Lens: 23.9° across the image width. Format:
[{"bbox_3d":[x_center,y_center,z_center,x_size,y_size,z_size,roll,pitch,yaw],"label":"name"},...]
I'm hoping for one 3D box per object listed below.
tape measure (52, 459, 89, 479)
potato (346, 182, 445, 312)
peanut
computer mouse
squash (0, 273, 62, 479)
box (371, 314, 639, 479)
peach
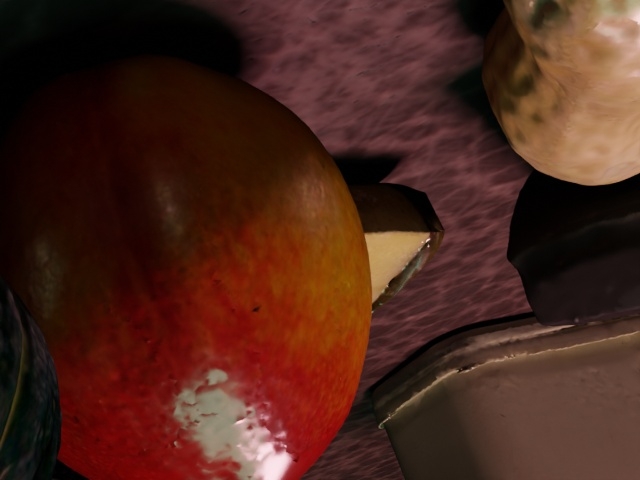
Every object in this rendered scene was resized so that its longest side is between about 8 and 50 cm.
[{"bbox_3d":[-0.232,0.137,0.935,0.181,0.107,0.182,-27,160,10],"label":"tape measure"},{"bbox_3d":[0.000,0.000,0.858,0.103,0.066,0.096,9,132,-47],"label":"potato"},{"bbox_3d":[0.129,-0.090,0.681,0.117,0.101,0.263,0,161,0],"label":"peanut"},{"bbox_3d":[0.201,-0.032,0.872,0.170,0.100,0.269,-17,-175,16],"label":"computer mouse"},{"bbox_3d":[-0.214,0.054,0.526,0.252,0.165,0.252,20,154,10],"label":"squash"},{"bbox_3d":[0.269,0.245,1.390,0.352,0.344,0.177,-8,161,-33],"label":"box"},{"bbox_3d":[-0.065,0.027,0.659,0.197,0.197,0.197,-18,161,-6],"label":"peach"}]
